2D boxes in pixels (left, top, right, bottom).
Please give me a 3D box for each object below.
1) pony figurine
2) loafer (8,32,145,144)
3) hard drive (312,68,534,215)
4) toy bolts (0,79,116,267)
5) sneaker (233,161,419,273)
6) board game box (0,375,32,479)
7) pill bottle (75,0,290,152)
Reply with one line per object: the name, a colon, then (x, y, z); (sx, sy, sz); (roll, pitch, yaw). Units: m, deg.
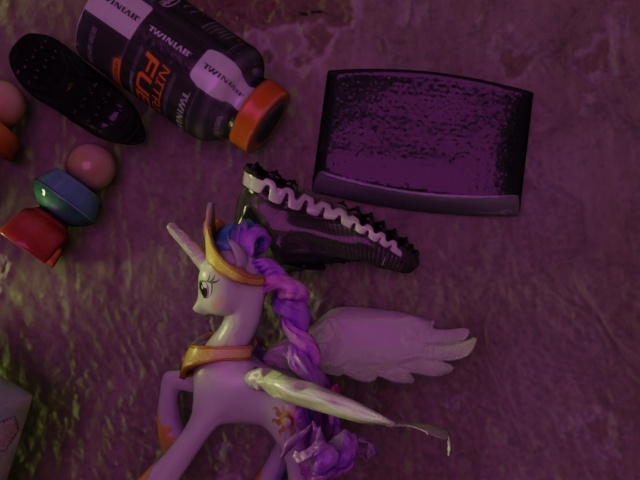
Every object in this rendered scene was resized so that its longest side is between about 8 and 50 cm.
pony figurine: (-0.037, 0.171, 0.880); (0.351, 0.303, 0.363); (18, 103, 9)
loafer: (-0.303, -0.183, 1.016); (0.223, 0.078, 0.076); (36, 84, 24)
hard drive: (0.122, -0.122, 0.984); (0.254, 0.054, 0.172); (7, 85, 5)
toy bolts: (-0.357, -0.094, 0.962); (0.228, 0.218, 0.158); (37, 78, -11)
sneaker: (0.000, 0.000, 0.975); (0.234, 0.078, 0.106); (25, 102, -1)
board game box: (-0.499, 0.242, 0.918); (0.318, 0.066, 0.318); (25, 104, 20)
pill bottle: (-0.157, -0.206, 0.977); (0.245, 0.130, 0.130); (35, 88, 7)
